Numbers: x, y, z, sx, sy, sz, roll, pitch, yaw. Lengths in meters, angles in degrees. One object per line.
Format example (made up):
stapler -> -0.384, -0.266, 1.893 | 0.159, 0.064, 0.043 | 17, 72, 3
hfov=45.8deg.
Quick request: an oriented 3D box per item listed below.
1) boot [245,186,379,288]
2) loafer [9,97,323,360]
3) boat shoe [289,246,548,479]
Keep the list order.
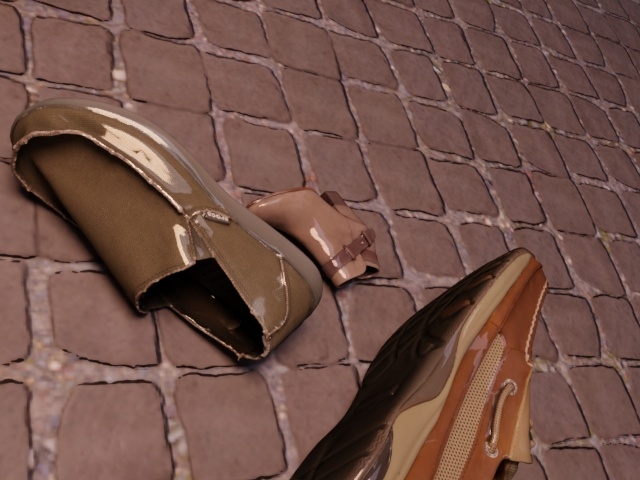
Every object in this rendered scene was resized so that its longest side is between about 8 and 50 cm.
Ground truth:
boot -> 0.000, 0.000, 0.644 | 0.118, 0.042, 0.087 | -10, 67, -40
loafer -> -0.110, -0.004, 0.528 | 0.251, 0.094, 0.087 | 34, 40, -10
boat shoe -> 0.095, 0.133, 0.568 | 0.120, 0.122, 0.324 | 48, 52, -3
